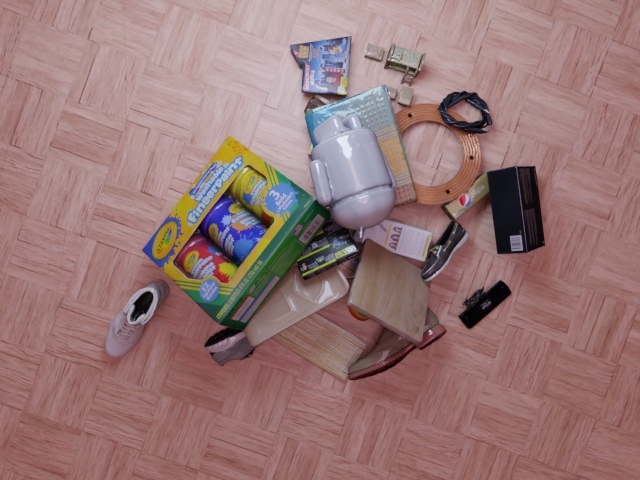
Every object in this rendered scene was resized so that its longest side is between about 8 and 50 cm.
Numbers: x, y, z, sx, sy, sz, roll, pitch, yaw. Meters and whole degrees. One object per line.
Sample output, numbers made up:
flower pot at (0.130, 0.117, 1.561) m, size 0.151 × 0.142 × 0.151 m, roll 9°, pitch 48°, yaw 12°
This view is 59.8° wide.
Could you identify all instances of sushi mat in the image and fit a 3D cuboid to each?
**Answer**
sushi mat at (-0.014, 0.323, 1.825) m, size 0.316 × 0.019 × 0.151 m, roll 31°, pitch 89°, yaw -2°

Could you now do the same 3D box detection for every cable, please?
cable at (0.461, -0.416, 1.779) m, size 0.184 × 0.047 × 0.151 m, roll 6°, pitch 69°, yaw -11°

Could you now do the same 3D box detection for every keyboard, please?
keyboard at (0.533, 0.198, 1.839) m, size 0.192 × 0.038 × 0.100 m, roll -40°, pitch 116°, yaw -1°

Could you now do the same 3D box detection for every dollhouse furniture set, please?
dollhouse furniture set at (0.219, -0.532, 1.766) m, size 0.181 × 0.101 × 0.161 m, roll 16°, pitch 91°, yaw -2°

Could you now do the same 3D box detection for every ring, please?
ring at (0.346, -0.278, 1.791) m, size 0.336 × 0.032 × 0.337 m, roll 0°, pitch 82°, yaw -1°

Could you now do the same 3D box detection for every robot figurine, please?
robot figurine at (0.095, -0.182, 1.605) m, size 0.299 × 0.199 × 0.354 m, roll -16°, pitch 85°, yaw -34°

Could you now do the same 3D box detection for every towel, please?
towel at (0.127, -0.262, 1.731) m, size 0.271 × 0.040 × 0.370 m, roll -17°, pitch 96°, yaw 6°

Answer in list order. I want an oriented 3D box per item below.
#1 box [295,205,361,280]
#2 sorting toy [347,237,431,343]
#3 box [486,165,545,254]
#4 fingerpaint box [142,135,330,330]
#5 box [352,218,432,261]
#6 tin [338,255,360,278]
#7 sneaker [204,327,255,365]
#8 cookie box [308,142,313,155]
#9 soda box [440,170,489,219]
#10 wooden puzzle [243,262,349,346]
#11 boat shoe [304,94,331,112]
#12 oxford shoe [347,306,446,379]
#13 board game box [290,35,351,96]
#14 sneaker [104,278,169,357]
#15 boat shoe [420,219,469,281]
box at (0.000, 0.000, 1.687) m, size 0.190 × 0.045 × 0.184 m, roll -26°, pitch 68°, yaw 3°
sorting toy at (0.201, 0.166, 1.720) m, size 0.255 × 0.089 × 0.257 m, roll 30°, pitch 49°, yaw -13°
box at (0.615, -0.097, 1.745) m, size 0.103 × 0.184 × 0.261 m, roll -6°, pitch 92°, yaw 41°
fingerpaint box at (-0.254, -0.026, 1.663) m, size 0.371 × 0.163 × 0.445 m, roll 38°, pitch 91°, yaw 25°
box at (0.229, -0.012, 1.802) m, size 0.244 × 0.060 × 0.101 m, roll 16°, pitch 91°, yaw -2°
tin at (0.051, 0.050, 1.811) m, size 0.189 × 0.040 × 0.106 m, roll 33°, pitch 86°, yaw -2°
sneaker at (-0.230, 0.318, 1.782) m, size 0.271 × 0.100 × 0.108 m, roll -23°, pitch 106°, yaw 9°
cookie box at (0.022, -0.305, 1.796) m, size 0.107 × 0.040 × 0.092 m, roll 15°, pitch 92°, yaw -2°
soda box at (0.482, -0.145, 1.806) m, size 0.181 × 0.061 × 0.058 m, roll -40°, pitch 92°, yaw -1°
wooden puzzle at (-0.125, 0.118, 1.736) m, size 0.347 × 0.080 × 0.322 m, roll -31°, pitch 66°, yaw -1°
boat shoe at (0.046, -0.384, 1.779) m, size 0.207 × 0.073 × 0.073 m, roll 31°, pitch 78°, yaw 7°
oxford shoe at (0.227, 0.333, 1.801) m, size 0.348 × 0.123 × 0.130 m, roll -29°, pitch 70°, yaw -3°
board game box at (-0.005, -0.555, 1.772) m, size 0.194 × 0.060 × 0.194 m, roll 5°, pitch 85°, yaw 0°
sneaker at (-0.593, 0.252, 1.729) m, size 0.108 × 0.169 × 0.293 m, roll 34°, pitch 91°, yaw -4°
boat shoe at (0.384, 0.033, 1.781) m, size 0.069 × 0.081 × 0.228 m, roll 46°, pitch 69°, yaw -11°
